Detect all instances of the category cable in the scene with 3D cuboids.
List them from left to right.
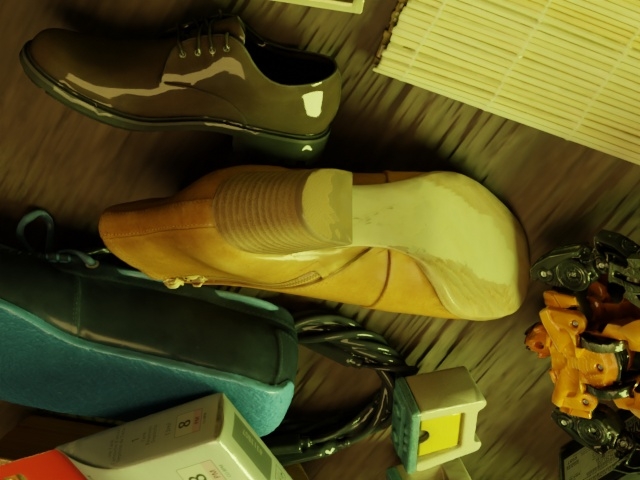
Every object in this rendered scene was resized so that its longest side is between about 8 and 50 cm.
[{"bbox_3d":[-0.011,0.116,1.354,0.184,0.047,0.150,-14,119,11],"label":"cable"}]

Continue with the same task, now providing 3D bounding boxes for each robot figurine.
[{"bbox_3d":[0.288,0.090,1.208,0.291,0.085,0.211,11,124,36],"label":"robot figurine"}]

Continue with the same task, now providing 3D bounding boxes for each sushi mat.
[{"bbox_3d":[0.207,-0.127,1.147,0.316,0.019,0.151,19,129,-11],"label":"sushi mat"}]

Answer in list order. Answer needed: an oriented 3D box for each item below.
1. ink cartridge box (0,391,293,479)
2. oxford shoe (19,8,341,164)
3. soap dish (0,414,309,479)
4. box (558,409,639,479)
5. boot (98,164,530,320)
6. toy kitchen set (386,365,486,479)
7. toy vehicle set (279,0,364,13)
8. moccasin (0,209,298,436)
[{"bbox_3d":[-0.129,0.225,1.281,0.232,0.066,0.189,-22,127,18],"label":"ink cartridge box"},{"bbox_3d":[-0.094,-0.125,1.139,0.227,0.083,0.096,8,128,-17],"label":"oxford shoe"},{"bbox_3d":[-0.155,0.272,1.441,0.291,0.118,0.229,10,129,-3],"label":"soap dish"},{"bbox_3d":[0.390,0.187,1.351,0.242,0.076,0.307,37,123,-23],"label":"box"},{"bbox_3d":[-0.001,0.001,1.223,0.211,0.104,0.295,-5,165,42],"label":"boot"},{"bbox_3d":[0.097,0.235,1.299,0.122,0.207,0.166,-15,139,-15],"label":"toy kitchen set"},{"bbox_3d":[-0.090,-0.246,1.062,0.267,0.035,0.166,9,130,-2],"label":"toy vehicle set"},{"bbox_3d":[-0.185,0.065,1.277,0.342,0.117,0.138,18,137,-4],"label":"moccasin"}]
